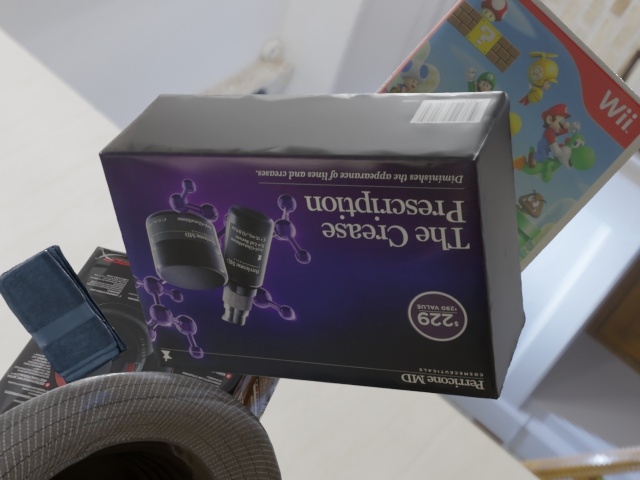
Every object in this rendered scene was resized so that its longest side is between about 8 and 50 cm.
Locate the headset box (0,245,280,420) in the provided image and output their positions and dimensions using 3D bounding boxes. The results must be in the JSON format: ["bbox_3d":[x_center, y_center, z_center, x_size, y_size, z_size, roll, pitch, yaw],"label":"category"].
[{"bbox_3d":[-0.179,0.158,1.053,0.293,0.218,0.110,-64,-20,-44],"label":"headset box"}]

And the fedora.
[{"bbox_3d":[-0.140,0.178,0.510,0.275,0.124,0.244,-24,-66,-56],"label":"fedora"}]

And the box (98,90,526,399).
[{"bbox_3d":[0.000,0.000,0.768,0.103,0.261,0.184,-59,-36,-50],"label":"box"}]

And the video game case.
[{"bbox_3d":[0.126,-0.065,0.956,0.285,0.204,0.025,-48,11,7],"label":"video game case"}]

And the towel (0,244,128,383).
[{"bbox_3d":[-0.230,0.066,0.972,0.067,0.119,0.029,-29,18,9],"label":"towel"}]
